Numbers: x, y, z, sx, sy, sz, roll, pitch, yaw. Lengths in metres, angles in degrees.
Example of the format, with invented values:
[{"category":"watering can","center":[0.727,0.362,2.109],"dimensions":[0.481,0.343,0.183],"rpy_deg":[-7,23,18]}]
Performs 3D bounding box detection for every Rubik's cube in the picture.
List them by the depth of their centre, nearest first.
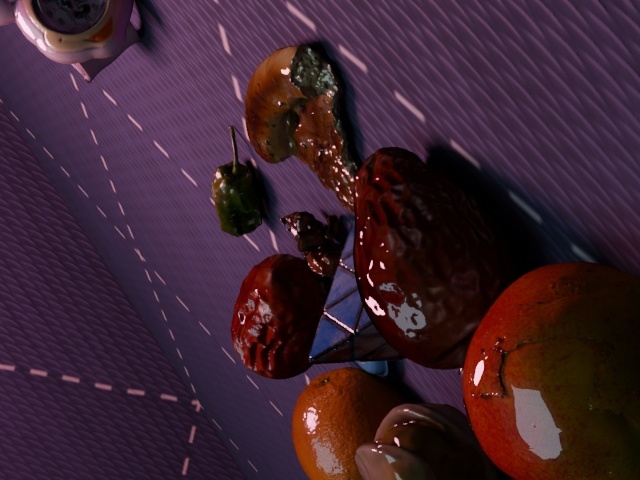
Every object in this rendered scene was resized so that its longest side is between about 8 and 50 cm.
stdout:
[{"category":"Rubik's cube","center":[0.049,0.052,1.541],"dimensions":[0.211,0.190,0.178],"rpy_deg":[91,158,-55]}]

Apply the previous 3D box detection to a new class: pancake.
[{"category":"pancake","center":[-0.004,-0.107,1.499],"dimensions":[0.244,0.057,0.266],"rpy_deg":[56,162,-5]}]

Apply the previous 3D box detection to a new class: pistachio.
[{"category":"pistachio","center":[0.144,0.324,1.708],"dimensions":[0.197,0.166,0.288],"rpy_deg":[16,141,32]}]

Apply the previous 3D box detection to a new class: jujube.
[{"category":"jujube","center":[0.108,0.014,1.279],"dimensions":[0.168,0.168,0.236],"rpy_deg":[85,163,-58]},{"category":"jujube","center":[-0.058,0.115,1.919],"dimensions":[0.155,0.155,0.230],"rpy_deg":[49,152,18]}]

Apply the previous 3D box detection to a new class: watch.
[{"category":"watch","center":[-0.392,-0.354,1.872],"dimensions":[0.248,0.211,0.217],"rpy_deg":[48,172,-6]}]

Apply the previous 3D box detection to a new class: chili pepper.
[{"category":"chili pepper","center":[-0.127,-0.069,1.866],"dimensions":[0.073,0.072,0.204],"rpy_deg":[48,162,28]}]

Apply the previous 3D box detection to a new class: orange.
[{"category":"orange","center":[0.051,0.288,1.874],"dimensions":[0.206,0.206,0.206],"rpy_deg":[48,162,22]}]

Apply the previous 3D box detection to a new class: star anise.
[{"category":"star anise","center":[0.000,0.000,1.653],"dimensions":[0.097,0.070,0.191],"rpy_deg":[59,-178,-6]}]

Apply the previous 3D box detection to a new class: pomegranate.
[{"category":"pomegranate","center":[0.231,0.116,1.062],"dimensions":[0.235,0.210,0.210],"rpy_deg":[-24,102,44]}]

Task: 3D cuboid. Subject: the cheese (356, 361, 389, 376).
[{"category":"cheese","center":[0.065,0.123,1.783],"dimensions":[0.106,0.037,0.256],"rpy_deg":[47,160,22]}]
